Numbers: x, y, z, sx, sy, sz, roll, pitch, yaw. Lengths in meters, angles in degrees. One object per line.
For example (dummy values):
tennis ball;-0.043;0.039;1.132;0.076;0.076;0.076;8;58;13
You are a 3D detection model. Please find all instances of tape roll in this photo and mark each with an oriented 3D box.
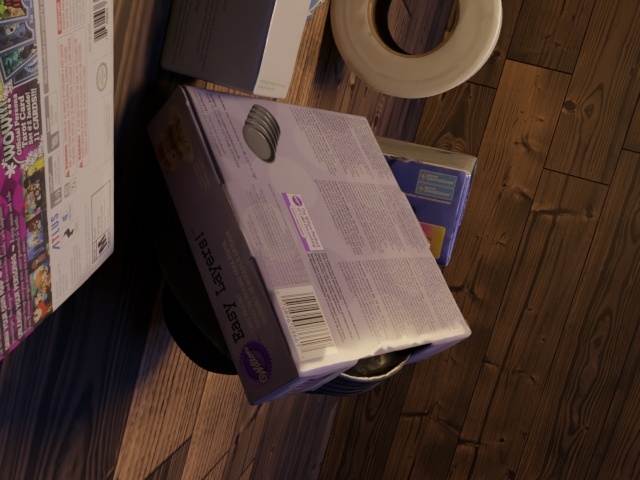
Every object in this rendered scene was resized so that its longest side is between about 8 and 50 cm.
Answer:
tape roll;0.151;-0.342;1.128;0.169;0.246;0.246;-43;148;-72

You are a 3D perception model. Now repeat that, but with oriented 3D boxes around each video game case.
video game case;-0.180;-0.042;0.397;0.210;0.042;0.232;-59;162;-55

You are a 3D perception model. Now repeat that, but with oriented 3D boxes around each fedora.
fedora;-0.052;0.031;0.764;0.152;0.334;0.334;-40;-167;36

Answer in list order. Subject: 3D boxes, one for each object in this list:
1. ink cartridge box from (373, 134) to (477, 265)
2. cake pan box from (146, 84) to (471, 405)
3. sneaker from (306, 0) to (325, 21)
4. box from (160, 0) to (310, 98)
ink cartridge box;0.098;-0.081;1.187;0.395;0.270;0.151;-33;135;-75
cake pan box;0.000;0.000;0.652;0.246;0.267;0.070;-5;154;-48
sneaker;-0.024;-0.280;0.793;0.211;0.080;0.081;-37;150;-58
box;-0.069;-0.182;0.639;0.101;0.087;0.102;-31;137;-75
